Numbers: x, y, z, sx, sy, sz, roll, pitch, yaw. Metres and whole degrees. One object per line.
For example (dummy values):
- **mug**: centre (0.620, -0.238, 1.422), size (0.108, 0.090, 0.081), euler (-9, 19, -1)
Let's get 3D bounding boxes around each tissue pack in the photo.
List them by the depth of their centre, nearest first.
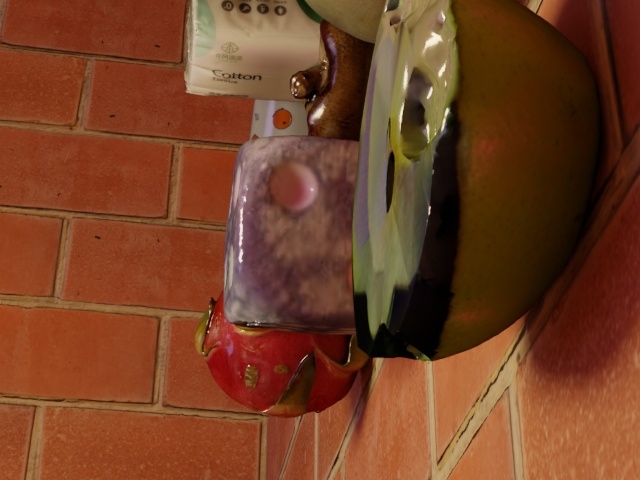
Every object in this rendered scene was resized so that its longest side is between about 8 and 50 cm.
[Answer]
- **tissue pack**: centre (-0.070, -0.384, 2.351), size (0.266, 0.356, 0.194), euler (115, 156, -68)

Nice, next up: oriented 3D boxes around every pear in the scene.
- **pear**: centre (0.146, -0.067, 1.176), size (0.399, 0.165, 0.399), euler (-175, 90, -82)

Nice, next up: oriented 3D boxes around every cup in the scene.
- **cup**: centre (-0.048, -0.168, 2.569), size (0.212, 0.212, 0.318), euler (142, 134, -80)

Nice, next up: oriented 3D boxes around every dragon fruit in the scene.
- **dragon fruit**: centre (-0.054, 0.124, 2.142), size (0.305, 0.305, 0.226), euler (-94, 14, -52)

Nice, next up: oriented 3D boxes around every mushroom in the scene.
- **mushroom**: centre (0.046, -0.238, 1.959), size (0.194, 0.138, 0.232), euler (7, -91, -69)

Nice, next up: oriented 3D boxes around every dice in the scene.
- **dice**: centre (0.000, 0.000, 1.850), size (0.270, 0.270, 0.271), euler (142, 132, -80)

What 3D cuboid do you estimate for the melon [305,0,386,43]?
- **melon**: centre (0.086, -0.367, 1.470), size (0.330, 0.268, 0.269), euler (-82, 1, -62)
